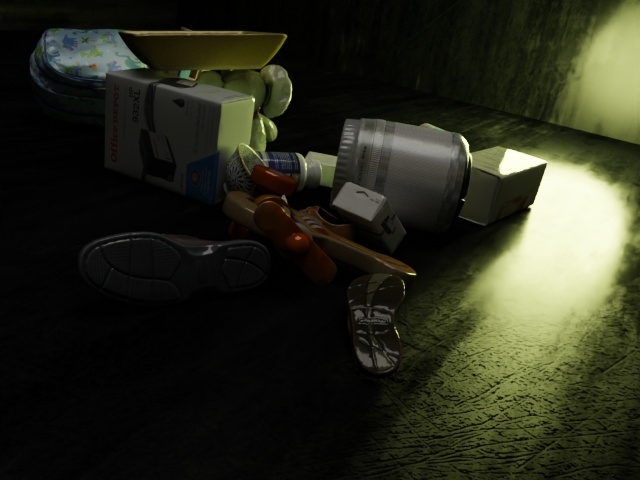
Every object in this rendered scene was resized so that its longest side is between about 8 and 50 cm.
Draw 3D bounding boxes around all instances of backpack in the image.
[{"bbox_3d":[-0.604,-0.446,1.797,0.356,0.273,0.290,-8,64,-6],"label":"backpack"}]

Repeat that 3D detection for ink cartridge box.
[{"bbox_3d":[-0.314,-0.232,1.427,0.307,0.223,0.129,19,25,23],"label":"ink cartridge box"},{"bbox_3d":[0.095,-0.042,1.263,0.099,0.056,0.135,26,-14,35],"label":"ink cartridge box"}]

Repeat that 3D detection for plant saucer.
[{"bbox_3d":[-0.283,-0.447,1.534,0.333,0.081,0.333,-7,20,-21],"label":"plant saucer"}]

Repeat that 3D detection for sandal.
[{"bbox_3d":[0.082,0.125,0.961,0.090,0.060,0.219,3,37,-1],"label":"sandal"}]

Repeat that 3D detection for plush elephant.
[{"bbox_3d":[-0.218,-0.331,1.660,0.272,0.255,0.330,-3,26,-28],"label":"plush elephant"}]

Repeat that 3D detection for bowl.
[{"bbox_3d":[-0.147,-0.110,1.355,0.080,0.170,0.170,-33,19,13],"label":"bowl"}]

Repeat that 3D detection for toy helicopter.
[{"bbox_3d":[0.000,0.000,1.117,0.355,0.140,0.235,24,9,-2],"label":"toy helicopter"}]

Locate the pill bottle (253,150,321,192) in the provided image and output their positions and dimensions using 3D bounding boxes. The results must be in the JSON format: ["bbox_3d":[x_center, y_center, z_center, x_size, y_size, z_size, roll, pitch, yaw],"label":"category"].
[{"bbox_3d":[-0.088,-0.156,1.505,0.169,0.094,0.094,-1,25,-23],"label":"pill bottle"}]

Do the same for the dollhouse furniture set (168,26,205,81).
[{"bbox_3d":[-0.290,-0.503,2.068,0.303,0.198,0.286,25,11,12],"label":"dollhouse furniture set"}]

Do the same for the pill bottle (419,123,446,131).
[{"bbox_3d":[0.371,-0.305,2.058,0.087,0.087,0.160,-6,28,-34],"label":"pill bottle"}]

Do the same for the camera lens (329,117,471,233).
[{"bbox_3d":[0.171,-0.140,1.408,0.274,0.219,0.219,11,22,3],"label":"camera lens"}]

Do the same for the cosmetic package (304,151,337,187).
[{"bbox_3d":[0.075,-0.162,1.629,0.239,0.060,0.099,11,20,5],"label":"cosmetic package"}]

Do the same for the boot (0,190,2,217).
[{"bbox_3d":[-0.688,-0.041,1.044,0.280,0.096,0.264,3,29,3],"label":"boot"}]

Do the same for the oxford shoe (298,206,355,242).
[{"bbox_3d":[-0.029,-0.036,1.271,0.212,0.076,0.076,14,25,15],"label":"oxford shoe"}]

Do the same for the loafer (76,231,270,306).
[{"bbox_3d":[-0.225,0.039,1.003,0.303,0.109,0.095,1,5,-36],"label":"loafer"}]

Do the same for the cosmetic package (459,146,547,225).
[{"bbox_3d":[0.430,-0.143,1.642,0.153,0.129,0.296,27,27,33],"label":"cosmetic package"}]
